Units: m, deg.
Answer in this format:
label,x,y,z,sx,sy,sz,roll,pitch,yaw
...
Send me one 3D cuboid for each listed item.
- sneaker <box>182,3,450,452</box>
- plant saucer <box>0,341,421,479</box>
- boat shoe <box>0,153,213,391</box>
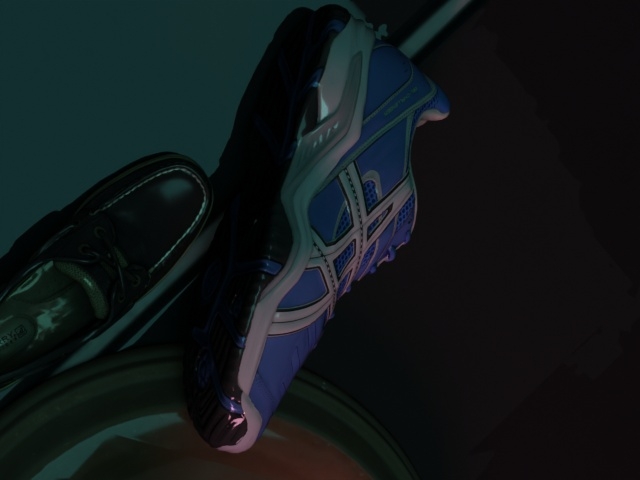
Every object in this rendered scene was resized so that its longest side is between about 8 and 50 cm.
label,x,y,z,sx,sy,sz,roll,pitch,yaw
sneaker,0.000,0.000,0.857,0.081,0.080,0.211,25,79,-23
plant saucer,-0.064,0.188,0.893,0.277,0.041,0.278,-2,96,-16
boat shoe,-0.106,0.020,0.855,0.152,0.049,0.056,-43,105,-7
